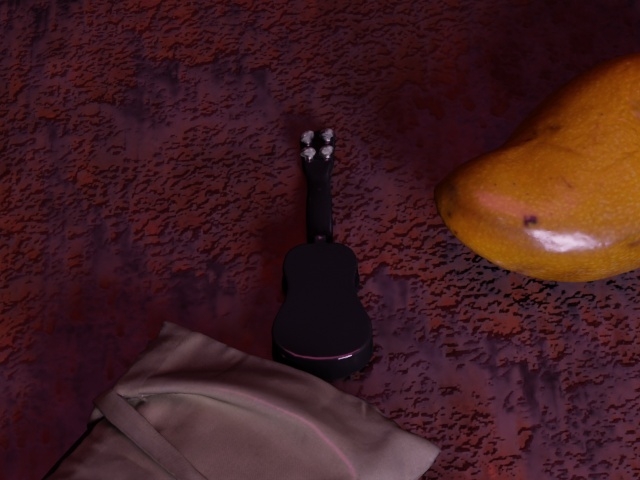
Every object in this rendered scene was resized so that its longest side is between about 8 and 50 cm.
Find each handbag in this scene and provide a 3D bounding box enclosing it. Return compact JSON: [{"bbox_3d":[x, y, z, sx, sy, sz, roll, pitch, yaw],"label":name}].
[{"bbox_3d":[-0.099,0.209,1.370,0.253,0.109,0.316,26,62,26],"label":"handbag"}]

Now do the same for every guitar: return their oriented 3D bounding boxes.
[{"bbox_3d":[0.000,-0.002,1.580,0.084,0.038,0.271,-1,51,0],"label":"guitar"}]

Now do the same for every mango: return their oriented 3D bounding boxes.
[{"bbox_3d":[0.235,-0.054,1.562,0.295,0.120,0.177,-30,63,-18],"label":"mango"}]
